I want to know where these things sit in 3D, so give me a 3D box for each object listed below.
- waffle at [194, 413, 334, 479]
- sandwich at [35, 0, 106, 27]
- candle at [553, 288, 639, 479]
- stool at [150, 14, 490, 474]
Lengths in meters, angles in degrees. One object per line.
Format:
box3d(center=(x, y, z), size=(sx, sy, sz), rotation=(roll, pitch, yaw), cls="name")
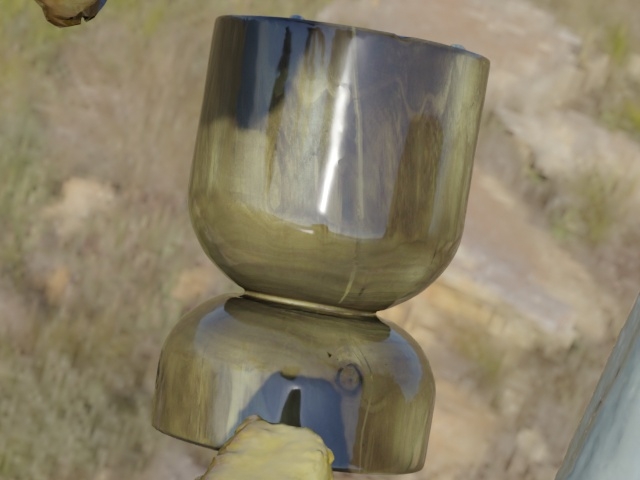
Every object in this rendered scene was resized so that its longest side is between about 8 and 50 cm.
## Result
box3d(center=(-0.042, 0.205, 0.779), size=(0.057, 0.168, 0.274), rotation=(-1, 23, 21), cls="waffle")
box3d(center=(-0.069, -0.247, 0.399), size=(0.131, 0.325, 0.262), rotation=(15, 59, 18), cls="sandwich")
box3d(center=(0.254, 0.125, 1.052), size=(0.221, 0.343, 0.221), rotation=(21, 9, -3), cls="candle")
box3d(center=(0.000, 0.000, 1.172), size=(0.179, 0.264, 0.179), rotation=(10, 1, 0), cls="stool")
